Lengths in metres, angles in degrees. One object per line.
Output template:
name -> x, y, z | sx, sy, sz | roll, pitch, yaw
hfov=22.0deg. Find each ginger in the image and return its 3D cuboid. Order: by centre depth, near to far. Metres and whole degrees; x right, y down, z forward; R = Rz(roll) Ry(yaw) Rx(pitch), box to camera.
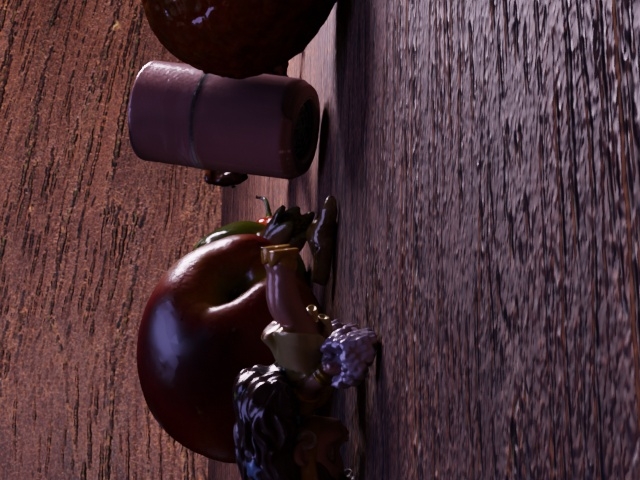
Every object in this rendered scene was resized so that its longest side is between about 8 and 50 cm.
ginger -> -0.001, -0.001, 1.764 | 0.048, 0.030, 0.097 | -166, 83, -82

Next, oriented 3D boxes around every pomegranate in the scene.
pomegranate -> -0.077, 0.037, 1.985 | 0.205, 0.159, 0.159 | -49, 27, 32

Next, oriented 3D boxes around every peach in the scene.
peach -> -0.092, 0.117, 1.753 | 0.243, 0.200, 0.243 | 6, -90, -86

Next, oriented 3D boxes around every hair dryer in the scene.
hair dryer -> -0.077, -0.149, 2.095 | 0.352, 0.210, 0.125 | -6, -76, -71

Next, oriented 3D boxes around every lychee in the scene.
lychee -> -0.098, -0.317, 1.901 | 0.300, 0.255, 0.255 | 15, 103, 45

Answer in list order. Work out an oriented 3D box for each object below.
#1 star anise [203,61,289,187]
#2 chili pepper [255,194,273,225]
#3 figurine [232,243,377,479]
star anise -> -0.095, -0.177, 2.337 | 0.190, 0.126, 0.220 | 75, -151, -74
chili pepper -> -0.059, 0.025, 2.183 | 0.059, 0.050, 0.191 | 119, 144, -67
figurine -> -0.019, 0.125, 1.456 | 0.175, 0.116, 0.240 | -148, 63, -82
